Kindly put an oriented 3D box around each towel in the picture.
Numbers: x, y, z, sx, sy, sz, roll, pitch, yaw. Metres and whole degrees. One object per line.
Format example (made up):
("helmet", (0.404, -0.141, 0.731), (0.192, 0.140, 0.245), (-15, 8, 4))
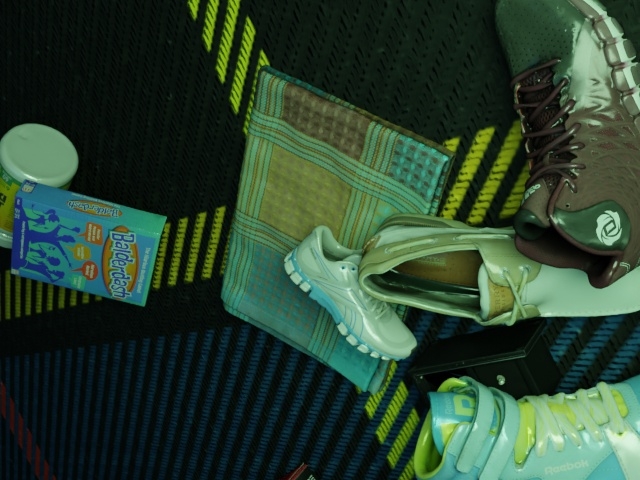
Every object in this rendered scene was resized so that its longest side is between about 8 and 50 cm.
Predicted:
("towel", (0.000, 0.000, 0.944), (0.272, 0.040, 0.370), (28, 128, 21))

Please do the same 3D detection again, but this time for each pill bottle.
("pill bottle", (-0.469, -0.078, 1.198), (0.117, 0.118, 0.208), (48, 133, 5))

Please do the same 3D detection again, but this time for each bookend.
("bookend", (0.209, 0.185, 0.868), (0.156, 0.072, 0.157), (-19, 103, 41))

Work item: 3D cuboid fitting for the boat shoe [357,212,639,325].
("boat shoe", (0.185, 0.040, 0.764), (0.303, 0.103, 0.113), (2, 119, 25))

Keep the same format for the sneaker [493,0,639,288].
("sneaker", (0.203, -0.085, 0.643), (0.281, 0.163, 0.106), (58, 153, 0))

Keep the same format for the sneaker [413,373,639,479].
("sneaker", (0.228, 0.183, 0.742), (0.208, 0.127, 0.319), (41, 110, -15))

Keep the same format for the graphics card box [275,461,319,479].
("graphics card box", (0.015, 0.556, 1.208), (0.371, 0.094, 0.233), (49, 133, 3))

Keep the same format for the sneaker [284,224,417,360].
("sneaker", (0.044, 0.058, 0.877), (0.191, 0.071, 0.083), (42, 125, 10))

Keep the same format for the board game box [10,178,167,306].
("board game box", (-0.351, 0.008, 1.137), (0.210, 0.047, 0.160), (14, 129, -9))
